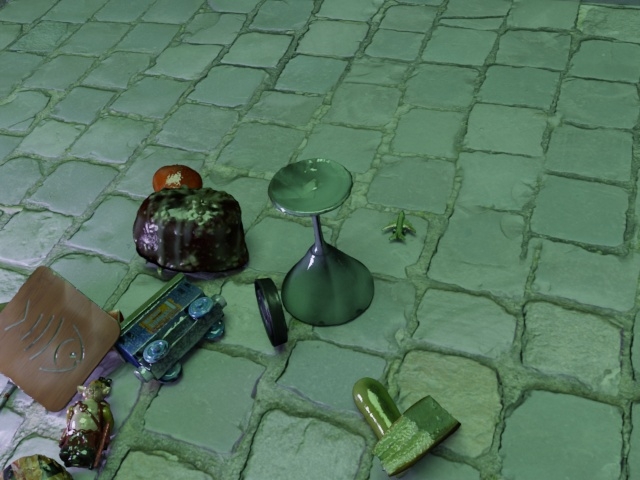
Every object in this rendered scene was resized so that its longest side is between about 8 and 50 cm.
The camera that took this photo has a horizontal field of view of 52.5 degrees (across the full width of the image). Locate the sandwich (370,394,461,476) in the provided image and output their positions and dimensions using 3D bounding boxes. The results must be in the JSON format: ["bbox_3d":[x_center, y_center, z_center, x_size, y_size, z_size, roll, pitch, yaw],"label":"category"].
[{"bbox_3d":[0.224,0.413,1.422,0.094,0.096,0.258,43,40,25],"label":"sandwich"}]

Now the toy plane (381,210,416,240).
[{"bbox_3d":[0.235,-0.042,1.924,0.102,0.040,0.111,7,49,13],"label":"toy plane"}]

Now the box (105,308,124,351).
[{"bbox_3d":[-0.632,0.262,1.787,0.175,0.048,0.112,-14,48,-4],"label":"box"}]

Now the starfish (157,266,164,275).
[{"bbox_3d":[-0.410,0.044,1.945,0.224,0.050,0.216,19,47,9],"label":"starfish"}]

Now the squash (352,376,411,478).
[{"bbox_3d":[0.150,0.423,1.501,0.083,0.083,0.250,-22,52,-11],"label":"squash"}]

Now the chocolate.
[{"bbox_3d":[-0.372,-0.051,1.875,0.340,0.210,0.225,6,39,2],"label":"chocolate"}]

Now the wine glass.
[{"bbox_3d":[0.000,0.000,1.684,0.267,0.406,0.267,-4,46,4],"label":"wine glass"}]

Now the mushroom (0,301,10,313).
[{"bbox_3d":[-0.873,0.225,1.773,0.236,0.173,0.162,-21,43,-4],"label":"mushroom"}]

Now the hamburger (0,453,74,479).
[{"bbox_3d":[-0.658,0.600,1.457,0.231,0.106,0.231,0,52,0],"label":"hamburger"}]

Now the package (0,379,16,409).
[{"bbox_3d":[-0.834,0.413,1.707,0.037,0.015,0.110,3,48,19],"label":"package"}]

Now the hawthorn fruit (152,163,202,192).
[{"bbox_3d":[-0.475,-0.109,2.038,0.165,0.165,0.285,8,60,16],"label":"hawthorn fruit"}]

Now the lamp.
[{"bbox_3d":[-0.560,0.427,1.587,0.118,0.118,0.253,-1,49,8],"label":"lamp"}]

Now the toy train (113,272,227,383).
[{"bbox_3d":[-0.398,0.237,1.727,0.202,0.131,0.300,24,55,36],"label":"toy train"}]

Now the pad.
[{"bbox_3d":[-0.689,0.251,1.653,0.284,0.018,0.286,38,89,4],"label":"pad"}]

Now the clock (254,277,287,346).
[{"bbox_3d":[-0.128,0.184,1.687,0.040,0.184,0.184,-15,48,-14],"label":"clock"}]
